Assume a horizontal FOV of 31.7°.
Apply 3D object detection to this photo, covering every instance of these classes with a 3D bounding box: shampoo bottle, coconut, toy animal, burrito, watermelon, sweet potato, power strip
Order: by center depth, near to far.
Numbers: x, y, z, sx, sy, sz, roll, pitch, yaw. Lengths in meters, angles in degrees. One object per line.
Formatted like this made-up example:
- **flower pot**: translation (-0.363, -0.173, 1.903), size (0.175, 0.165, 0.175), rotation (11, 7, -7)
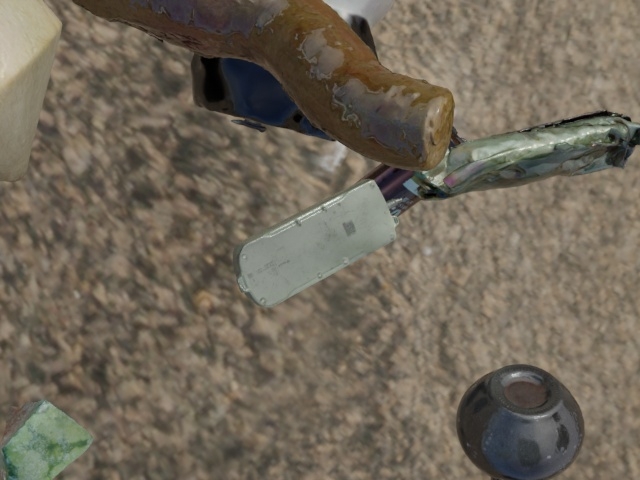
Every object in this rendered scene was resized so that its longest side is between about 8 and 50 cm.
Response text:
- **sweet potato**: translation (-0.071, -0.159, 0.724), size (0.109, 0.385, 0.109), rotation (-49, 163, -22)
- **toy animal**: translation (-0.029, -0.243, 1.213), size (0.212, 0.212, 0.267), rotation (11, 89, -28)
- **coconut**: translation (-0.422, -0.194, 1.218), size (0.328, 0.329, 0.329), rotation (-8, 110, -23)
- **power strip**: translation (0.000, 0.000, 1.282), size (0.226, 0.029, 0.080), rotation (-27, 105, -21)
- **burrito**: translation (0.265, -0.106, 1.417), size (0.309, 0.066, 0.096), rotation (-12, 154, -12)
- **watermelon**: translation (-0.382, 0.260, 1.540), size (0.121, 0.158, 0.098), rotation (-30, 109, 3)
- **shampoo bottle**: translation (0.130, -0.094, 2.102), size (0.323, 0.084, 0.129), rotation (-36, 146, 19)

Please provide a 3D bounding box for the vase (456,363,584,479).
- **vase**: translation (0.186, 0.207, 1.087), size (0.120, 0.120, 0.183), rotation (-15, 131, -21)
